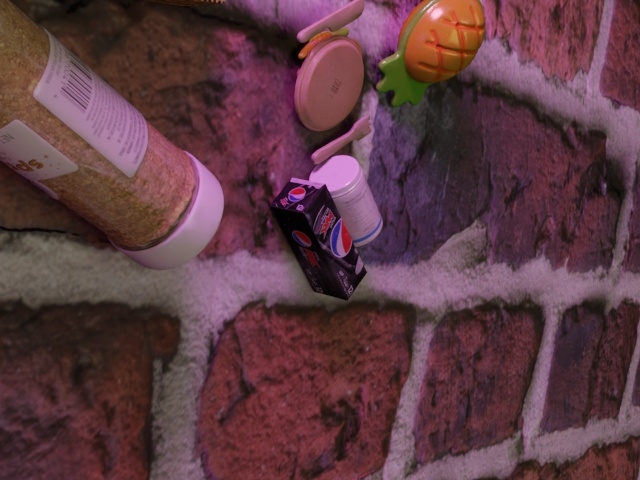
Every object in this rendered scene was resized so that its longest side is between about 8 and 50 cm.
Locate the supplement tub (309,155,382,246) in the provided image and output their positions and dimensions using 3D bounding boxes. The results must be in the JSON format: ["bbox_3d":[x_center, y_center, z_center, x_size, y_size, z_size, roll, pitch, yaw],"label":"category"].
[{"bbox_3d":[0.034,-0.049,1.358,0.071,0.071,0.107,-53,137,-28],"label":"supplement tub"}]

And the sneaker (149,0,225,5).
[{"bbox_3d":[-0.164,-0.282,1.033,0.185,0.070,0.084,-6,98,-58],"label":"sneaker"}]

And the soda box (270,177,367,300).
[{"bbox_3d":[0.000,0.000,1.338,0.053,0.060,0.169,-54,138,-28],"label":"soda box"}]

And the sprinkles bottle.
[{"bbox_3d":[-0.230,-0.099,0.952,0.355,0.121,0.121,43,67,-49],"label":"sprinkles bottle"}]

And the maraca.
[{"bbox_3d":[0.150,-0.262,1.426,0.185,0.099,0.127,-47,136,5],"label":"maraca"}]

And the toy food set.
[{"bbox_3d":[0.009,-0.200,1.312,0.132,0.038,0.192,-35,135,-34],"label":"toy food set"}]
